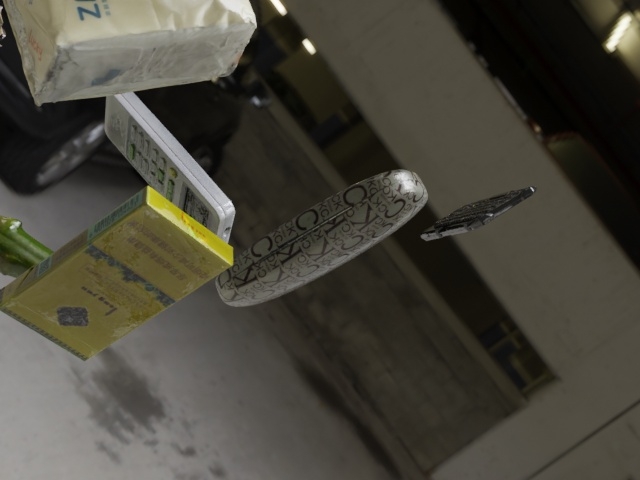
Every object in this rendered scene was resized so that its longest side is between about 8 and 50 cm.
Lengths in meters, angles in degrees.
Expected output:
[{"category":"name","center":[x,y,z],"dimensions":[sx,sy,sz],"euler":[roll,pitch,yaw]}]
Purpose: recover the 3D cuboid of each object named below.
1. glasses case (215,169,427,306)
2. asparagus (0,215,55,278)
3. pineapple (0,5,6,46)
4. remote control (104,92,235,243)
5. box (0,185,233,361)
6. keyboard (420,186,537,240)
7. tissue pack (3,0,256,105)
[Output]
[{"category":"glasses case","center":[0.000,0.000,1.655],"dimensions":[0.085,0.354,0.137],"euler":[64,15,17]},{"category":"asparagus","center":[-0.483,0.026,1.769],"dimensions":[0.343,0.085,0.082],"euler":[32,-42,10]},{"category":"pineapple","center":[-0.509,-0.239,1.131],"dimensions":[0.209,0.344,0.286],"euler":[34,-17,41]},{"category":"remote control","center":[-0.205,-0.097,1.464],"dimensions":[0.250,0.034,0.103],"euler":[48,-31,17]},{"category":"box","center":[-0.264,0.049,1.403],"dimensions":[0.153,0.279,0.041],"euler":[38,31,-36]},{"category":"keyboard","center":[0.201,-0.035,1.439],"dimensions":[0.016,0.106,0.262],"euler":[58,-9,-2]},{"category":"tissue pack","center":[-0.146,-0.201,0.750],"dimensions":[0.092,0.148,0.196],"euler":[-45,-118,59]}]
